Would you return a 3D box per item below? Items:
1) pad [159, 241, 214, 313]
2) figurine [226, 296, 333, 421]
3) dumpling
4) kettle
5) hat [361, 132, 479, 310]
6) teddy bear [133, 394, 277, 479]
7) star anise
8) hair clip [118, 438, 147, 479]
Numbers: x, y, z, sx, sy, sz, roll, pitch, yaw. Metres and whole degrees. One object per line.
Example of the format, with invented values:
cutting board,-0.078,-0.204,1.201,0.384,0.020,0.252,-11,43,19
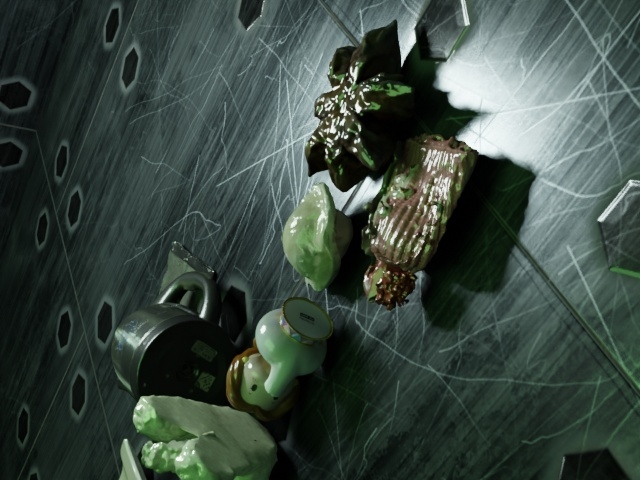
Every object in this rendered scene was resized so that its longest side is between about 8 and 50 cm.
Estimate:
pad,-0.327,0.116,1.948,0.233,0.022,0.174,30,107,52
figurine,-0.082,0.225,1.479,0.263,0.142,0.189,-56,10,34
dumpling,0.000,0.000,1.432,0.136,0.118,0.199,38,129,54
kettle,-0.332,0.213,1.785,0.324,0.228,0.320,14,76,57
hat,0.131,-0.032,1.252,0.237,0.107,0.286,-148,76,-70
teddy bear,-0.243,0.495,1.504,0.327,0.375,0.362,37,100,29
star anise,0.072,-0.226,1.361,0.315,0.108,0.315,-48,33,46
hair clip,-0.461,0.646,1.962,0.282,0.113,0.172,-61,40,18
